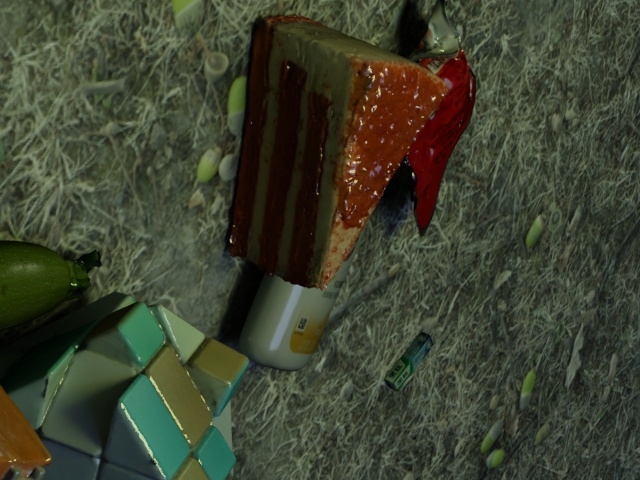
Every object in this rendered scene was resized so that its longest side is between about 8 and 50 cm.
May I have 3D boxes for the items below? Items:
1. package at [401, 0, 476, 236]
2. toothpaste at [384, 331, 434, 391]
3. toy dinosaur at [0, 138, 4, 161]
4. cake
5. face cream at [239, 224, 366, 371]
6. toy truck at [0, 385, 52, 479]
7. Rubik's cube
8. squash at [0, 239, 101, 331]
[{"bbox_3d":[0.135,-0.148,1.796,0.194,0.071,0.269,-55,148,-26],"label":"package"},{"bbox_3d":[0.114,0.154,2.016,0.083,0.017,0.020,-50,143,-23],"label":"toothpaste"},{"bbox_3d":[-0.318,-0.072,1.281,0.106,0.044,0.187,-60,148,-9],"label":"toy dinosaur"},{"bbox_3d":[-0.013,-0.097,1.581,0.160,0.158,0.262,38,79,-51],"label":"cake"},{"bbox_3d":[0.000,0.000,1.721,0.291,0.071,0.144,-68,161,1],"label":"face cream"},{"bbox_3d":[-0.377,0.254,1.200,0.173,0.207,0.387,11,117,-55],"label":"toy truck"},{"bbox_3d":[-0.198,0.174,1.437,0.224,0.265,0.213,62,23,-13],"label":"Rubik's cube"},{"bbox_3d":[-0.306,0.046,1.341,0.331,0.087,0.087,-11,118,-51],"label":"squash"}]
